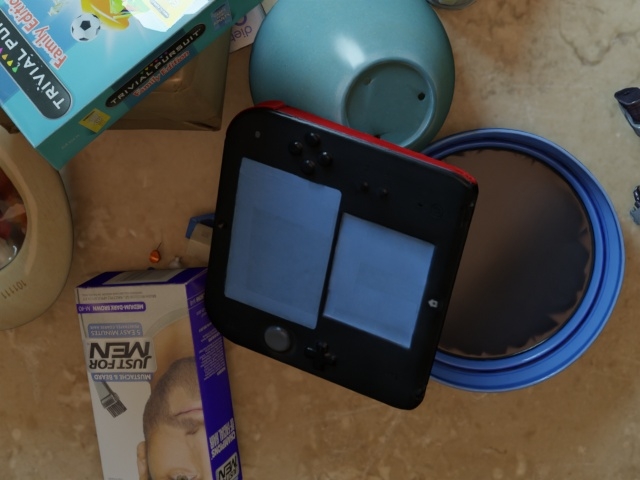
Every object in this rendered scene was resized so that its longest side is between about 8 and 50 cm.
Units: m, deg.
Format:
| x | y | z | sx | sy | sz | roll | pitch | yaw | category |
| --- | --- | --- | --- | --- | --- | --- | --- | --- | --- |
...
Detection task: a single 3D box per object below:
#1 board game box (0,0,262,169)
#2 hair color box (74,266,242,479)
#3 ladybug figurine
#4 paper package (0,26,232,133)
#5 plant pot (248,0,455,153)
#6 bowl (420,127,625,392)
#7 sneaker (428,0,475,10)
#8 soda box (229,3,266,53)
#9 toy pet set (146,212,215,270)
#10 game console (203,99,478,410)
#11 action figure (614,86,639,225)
| x | y | z | sx | sy | sz | roll | pitch | yaw | category |
| --- | --- | --- | --- | --- | --- | --- | --- | --- | --- |
| -0.272 | -0.290 | 1.540 | 0.336 | 0.079 | 0.254 | -40 | 70 | -3 | board game box |
| -0.237 | 0.216 | 1.873 | 0.185 | 0.110 | 0.339 | -3 | 103 | 20 | hair color box |
| -0.527 | -0.082 | 1.814 | 0.305 | 0.162 | 0.449 | -32 | 99 | 5 | ladybug figurine |
| -0.275 | -0.316 | 1.679 | 0.309 | 0.168 | 0.325 | 1 | 72 | 11 | paper package |
| 0.064 | -0.209 | 1.724 | 0.290 | 0.195 | 0.290 | -6 | 114 | -14 | plant pot |
| 0.246 | 0.027 | 1.869 | 0.391 | 0.077 | 0.391 | 0 | 101 | 0 | bowl |
| 0.223 | -0.506 | 1.733 | 0.145 | 0.147 | 0.385 | 8 | 100 | 1 | sneaker |
| -0.215 | -0.280 | 1.808 | 0.286 | 0.091 | 0.098 | -23 | 99 | 5 | soda box |
| -0.186 | 0.014 | 1.892 | 0.122 | 0.065 | 0.114 | 20 | 135 | 0 | toy pet set |
| 0.013 | 0.023 | 1.697 | 0.342 | 0.060 | 0.386 | 23 | 126 | 18 | game console |
| 0.527 | -0.105 | 1.835 | 0.185 | 0.099 | 0.285 | -26 | 103 | -2 | action figure |
